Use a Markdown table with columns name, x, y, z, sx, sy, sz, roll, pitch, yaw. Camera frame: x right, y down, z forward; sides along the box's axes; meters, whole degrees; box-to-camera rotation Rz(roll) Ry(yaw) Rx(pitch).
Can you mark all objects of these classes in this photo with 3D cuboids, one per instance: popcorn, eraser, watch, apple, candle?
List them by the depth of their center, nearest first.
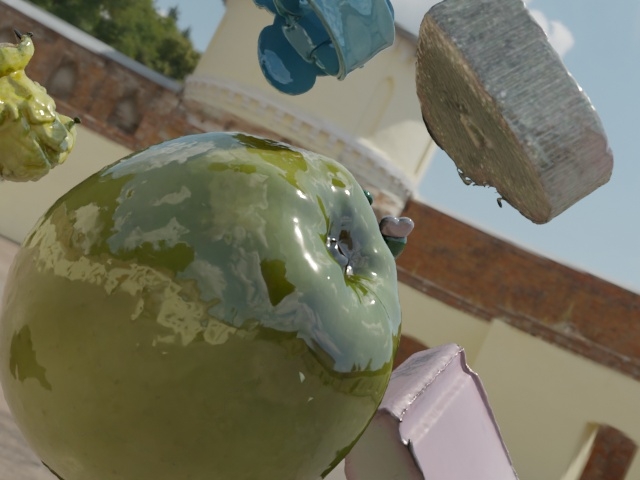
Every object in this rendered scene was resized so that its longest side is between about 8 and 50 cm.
| name | x | y | z | sx | sy | sz | roll | pitch | yaw |
| --- | --- | --- | --- | --- | --- | --- | --- | --- | --- |
| candle | 0.127 | -0.106 | 0.675 | 0.168 | 0.068 | 0.192 | 64 | -8 | -30 |
| apple | -0.132 | 0.097 | 1.063 | 0.474 | 0.473 | 0.473 | 26 | -5 | 2 |
| popcorn | -0.410 | -0.173 | 1.199 | 0.174 | 0.195 | 0.168 | -24 | 43 | -36 |
| watch | 0.003 | -0.308 | 1.214 | 0.211 | 0.211 | 0.193 | 27 | -9 | -5 |
| eraser | 0.172 | 0.333 | 1.402 | 0.122 | 0.272 | 0.359 | -22 | 1 | 26 |

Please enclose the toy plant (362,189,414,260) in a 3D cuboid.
| name | x | y | z | sx | sy | sz | roll | pitch | yaw |
| --- | --- | --- | --- | --- | --- | --- | --- | --- | --- |
| toy plant | 0.005 | 0.000 | 1.389 | 0.232 | 0.243 | 0.112 | 34 | 35 | -44 |
